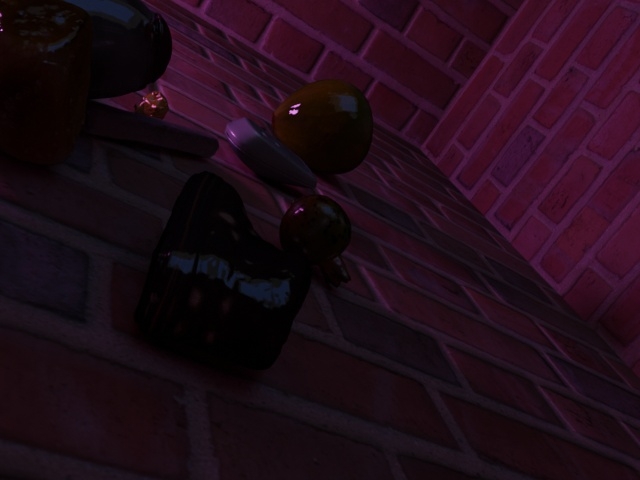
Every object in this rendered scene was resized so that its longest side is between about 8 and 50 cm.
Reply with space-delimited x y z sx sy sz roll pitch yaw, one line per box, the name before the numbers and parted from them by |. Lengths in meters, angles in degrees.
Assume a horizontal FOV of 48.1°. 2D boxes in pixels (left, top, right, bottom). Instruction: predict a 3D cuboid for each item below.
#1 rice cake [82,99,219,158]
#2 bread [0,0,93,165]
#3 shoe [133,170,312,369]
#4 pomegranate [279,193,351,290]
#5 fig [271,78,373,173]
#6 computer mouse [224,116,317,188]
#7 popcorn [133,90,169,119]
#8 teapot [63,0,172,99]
rice cake | -0.368 -0.235 1.551 0.070 0.064 0.399 32 14 30
bread | -0.468 -0.249 1.143 0.176 0.246 0.196 12 41 -9
shoe | -0.128 0.037 1.082 0.237 0.171 0.384 23 21 -13
pomegranate | 0.000 0.000 1.482 0.205 0.159 0.159 64 23 7
fig | 0.003 -0.354 2.222 0.316 0.316 0.316 31 18 -11
computer mouse | -0.134 -0.211 1.867 0.288 0.097 0.159 35 12 -40
popcorn | -0.391 -0.302 1.691 0.084 0.084 0.084 31 18 -11
teapot | -0.453 -0.365 1.386 0.312 0.234 0.315 2 -12 -22
